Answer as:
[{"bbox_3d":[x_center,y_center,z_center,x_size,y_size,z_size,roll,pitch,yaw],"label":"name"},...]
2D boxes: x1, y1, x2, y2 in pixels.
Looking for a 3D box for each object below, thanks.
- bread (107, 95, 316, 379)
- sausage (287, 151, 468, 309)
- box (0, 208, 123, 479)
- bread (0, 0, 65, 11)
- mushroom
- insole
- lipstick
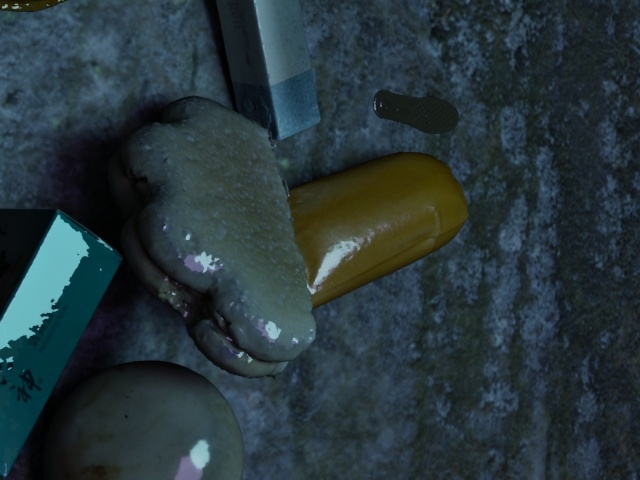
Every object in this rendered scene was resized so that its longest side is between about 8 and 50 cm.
[{"bbox_3d":[-0.119,-0.016,1.817,0.183,0.102,0.337,18,39,-34],"label":"bread"},{"bbox_3d":[-0.002,0.002,2.002,0.354,0.116,0.134,-21,76,-31],"label":"sausage"},{"bbox_3d":[-0.310,0.092,1.735,0.092,0.153,0.245,38,67,-33],"label":"box"},{"bbox_3d":[-0.215,-0.342,1.767,0.179,0.194,0.340,46,66,-32],"label":"bread"},{"bbox_3d":[-0.168,0.227,1.854,0.215,0.207,0.207,47,58,-69],"label":"mushroom"},{"bbox_3d":[0.114,-0.152,2.167,0.135,0.002,0.045,10,85,-39],"label":"insole"},{"bbox_3d":[-0.069,-0.267,1.946,0.068,0.066,0.317,-27,116,-37],"label":"lipstick"}]
